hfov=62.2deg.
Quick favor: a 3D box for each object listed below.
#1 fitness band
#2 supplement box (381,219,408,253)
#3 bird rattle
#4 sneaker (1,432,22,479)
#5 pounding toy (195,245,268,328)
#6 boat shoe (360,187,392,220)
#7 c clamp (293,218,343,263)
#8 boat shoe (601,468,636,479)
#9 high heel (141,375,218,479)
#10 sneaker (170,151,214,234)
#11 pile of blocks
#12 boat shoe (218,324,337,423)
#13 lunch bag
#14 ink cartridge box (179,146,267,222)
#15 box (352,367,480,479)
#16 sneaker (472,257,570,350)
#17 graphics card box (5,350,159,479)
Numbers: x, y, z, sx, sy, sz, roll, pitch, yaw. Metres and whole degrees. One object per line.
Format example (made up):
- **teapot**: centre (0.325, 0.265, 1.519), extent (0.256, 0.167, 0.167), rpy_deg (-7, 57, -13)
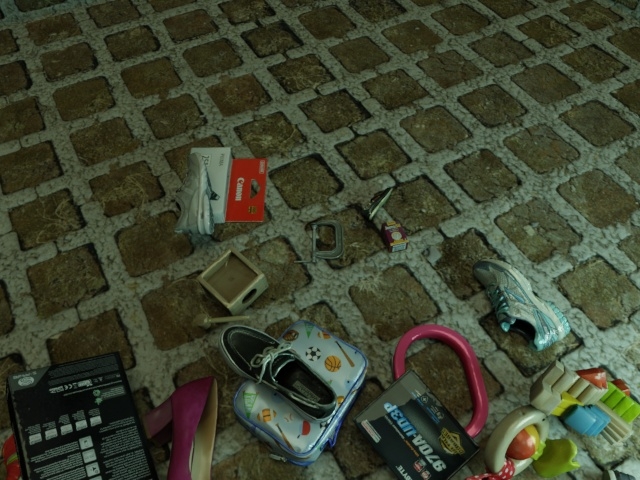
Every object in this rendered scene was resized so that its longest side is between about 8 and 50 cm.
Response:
- **fitness band**: centre (0.279, 0.336, 1.256), extent (0.209, 0.054, 0.290), rpy_deg (-4, 55, -3)
- **supplement box**: centre (0.212, -0.011, 1.517), extent (0.055, 0.043, 0.083), rpy_deg (-13, 54, -8)
- **bird rattle**: centre (0.396, 0.433, 1.103), extent (0.254, 0.206, 0.143), rpy_deg (-15, 26, -16)
- **sneaker**: centre (-0.634, 0.477, 1.140), extent (0.119, 0.107, 0.278), rpy_deg (-4, 44, 8)
- **pounding toy**: centre (-0.235, 0.154, 1.373), extent (0.181, 0.094, 0.206), rpy_deg (39, 72, 20)
- **boat shoe**: centre (0.170, -0.117, 1.592), extent (0.042, 0.049, 0.133), rpy_deg (35, 65, 14)
- **c clamp**: centre (0.000, 0.000, 1.523), extent (0.137, 0.022, 0.160), rpy_deg (4, 54, 4)
- **boat shoe**: centre (0.627, 0.570, 1.069), extent (0.065, 0.075, 0.206), rpy_deg (3, 49, 6)
- **high heel**: centre (-0.236, 0.461, 1.113), extent (0.181, 0.127, 0.377), rpy_deg (-32, 57, -11)
- **sneaker**: centre (-0.371, -0.140, 1.505), extent (0.115, 0.105, 0.281), rpy_deg (-8, 55, -5)
- **pile of blocks**: centre (0.582, 0.331, 1.105), extent (0.362, 0.112, 0.149), rpy_deg (18, 23, -37)
- **boat shoe**: centre (-0.096, 0.270, 1.131), extent (0.306, 0.104, 0.113), rpy_deg (38, 60, 20)
- **lunch bag**: centre (-0.039, 0.349, 1.213), extent (0.243, 0.115, 0.303), rpy_deg (29, 58, 17)
- **ink cartridge box**: centre (-0.291, -0.174, 1.631), extent (0.239, 0.060, 0.275), rpy_deg (-1, 54, 1)
- **box**: centre (0.204, 0.418, 1.148), extent (0.175, 0.051, 0.220), rpy_deg (-38, 74, -10)
- **sneaker**: centre (0.488, 0.160, 1.353), extent (0.122, 0.110, 0.283), rpy_deg (-34, 60, -19)
- **graphics card box**: centre (-0.490, 0.429, 1.095), extent (0.233, 0.094, 0.370), rpy_deg (-8, 57, -37)
